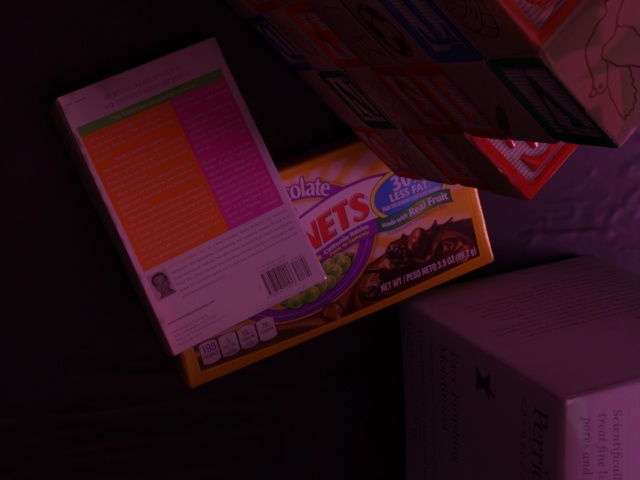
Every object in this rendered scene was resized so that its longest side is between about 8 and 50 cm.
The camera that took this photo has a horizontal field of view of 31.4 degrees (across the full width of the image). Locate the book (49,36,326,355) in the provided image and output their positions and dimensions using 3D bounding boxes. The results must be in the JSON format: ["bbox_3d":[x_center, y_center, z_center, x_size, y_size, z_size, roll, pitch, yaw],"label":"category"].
[{"bbox_3d":[-0.068,-0.024,0.605,0.096,0.035,0.144,-26,94,-20],"label":"book"}]

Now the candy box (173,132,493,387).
[{"bbox_3d":[0.000,0.000,0.667,0.206,0.027,0.105,-22,107,-17],"label":"candy box"}]

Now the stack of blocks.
[{"bbox_3d":[0.056,-0.106,0.499,0.171,0.297,0.087,44,84,-16],"label":"stack of blocks"}]

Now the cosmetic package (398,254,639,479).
[{"bbox_3d":[0.154,0.113,0.677,0.151,0.183,0.151,-11,107,-21],"label":"cosmetic package"}]
